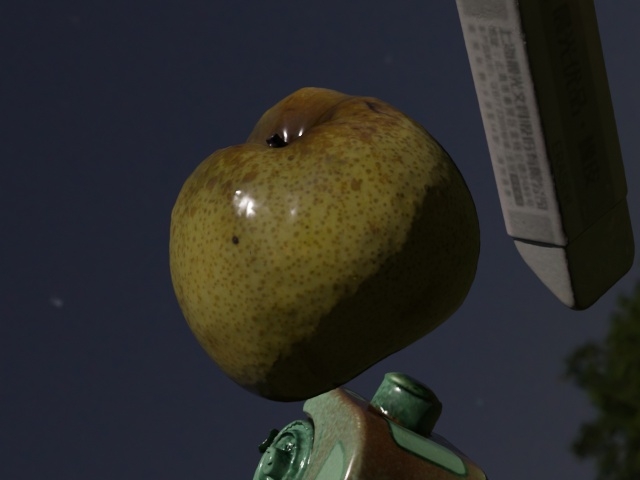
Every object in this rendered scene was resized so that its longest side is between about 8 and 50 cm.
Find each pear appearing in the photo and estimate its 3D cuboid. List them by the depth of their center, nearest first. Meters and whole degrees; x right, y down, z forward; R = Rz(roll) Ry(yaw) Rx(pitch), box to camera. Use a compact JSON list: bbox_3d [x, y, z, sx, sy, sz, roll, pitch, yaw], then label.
[{"bbox_3d":[0.000,0.000,0.969,0.167,0.167,0.136,-43,-59,-49],"label":"pear"}]

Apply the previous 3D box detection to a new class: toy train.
[{"bbox_3d":[-0.009,0.241,1.228,0.326,0.129,0.159,-59,23,3],"label":"toy train"}]

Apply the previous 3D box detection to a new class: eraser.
[{"bbox_3d":[0.154,-0.119,1.306,0.089,0.061,0.352,-36,-56,-35],"label":"eraser"}]
